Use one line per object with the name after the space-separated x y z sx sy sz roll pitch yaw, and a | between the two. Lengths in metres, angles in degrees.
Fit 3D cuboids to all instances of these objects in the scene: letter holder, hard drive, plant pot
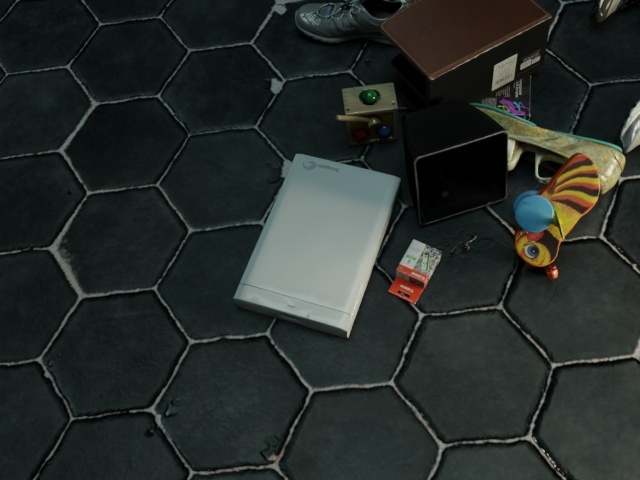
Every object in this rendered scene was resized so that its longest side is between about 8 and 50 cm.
0.298 -0.419 1.704 0.302 0.152 0.214 -29 58 -11 | letter holder
0.000 0.000 1.586 0.233 0.047 0.353 15 63 13 | hard drive
0.251 -0.173 1.589 0.187 0.188 0.167 -18 49 -4 | plant pot

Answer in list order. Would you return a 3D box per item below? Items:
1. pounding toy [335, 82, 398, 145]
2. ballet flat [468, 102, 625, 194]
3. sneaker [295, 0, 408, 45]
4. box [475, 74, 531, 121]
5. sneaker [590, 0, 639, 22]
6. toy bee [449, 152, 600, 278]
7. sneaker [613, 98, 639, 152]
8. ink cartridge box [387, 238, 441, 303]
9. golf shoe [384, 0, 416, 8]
0.096 -0.260 1.669 0.130 0.141 0.100 -7 60 2 | pounding toy
0.431 -0.180 1.612 0.348 0.123 0.123 21 65 17 | ballet flat
0.079 -0.527 1.836 0.281 0.115 0.105 4 61 8 | sneaker
0.375 -0.313 1.735 0.162 0.029 0.116 5 60 10 | box
0.722 -0.584 1.816 0.271 0.100 0.108 -41 75 -15 | sneaker
0.423 -0.020 1.511 0.162 0.298 0.195 50 36 -1 | toy bee
0.722 -0.259 1.625 0.283 0.110 0.122 -37 67 -14 | sneaker
0.182 0.060 1.543 0.063 0.029 0.115 24 65 18 | ink cartridge box
0.189 -0.617 1.912 0.094 0.077 0.198 13 55 -15 | golf shoe
